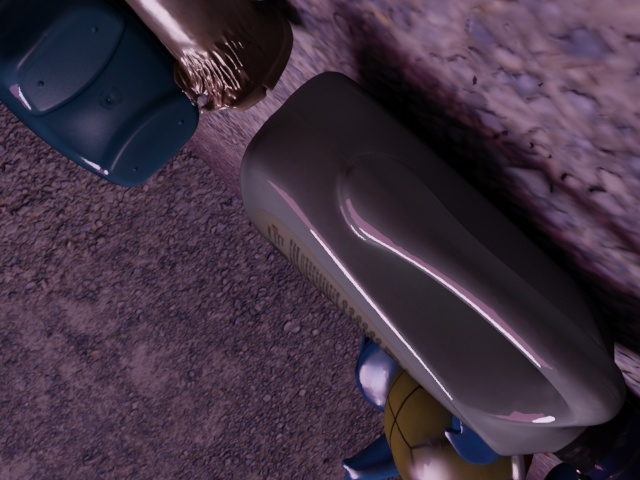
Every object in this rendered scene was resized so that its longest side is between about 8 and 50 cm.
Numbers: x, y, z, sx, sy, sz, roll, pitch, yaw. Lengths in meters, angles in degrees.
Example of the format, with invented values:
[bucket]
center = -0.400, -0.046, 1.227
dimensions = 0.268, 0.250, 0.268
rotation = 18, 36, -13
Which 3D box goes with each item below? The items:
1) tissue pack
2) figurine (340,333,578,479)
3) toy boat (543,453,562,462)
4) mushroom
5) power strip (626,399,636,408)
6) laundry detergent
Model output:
[tissue pack]
center = -0.313, -0.219, 1.051
dimensions = 0.206, 0.198, 0.287
rotation = 39, 176, 37
[figurine]
center = 0.164, 0.223, 0.972
dimensions = 0.416, 0.243, 0.297
rotation = 37, 129, 41
[toy boat]
center = 0.260, 0.256, 1.170
dimensions = 0.282, 0.096, 0.206
rotation = 19, 141, 59
[mushroom]
center = -0.099, -0.162, 0.428
dimensions = 0.223, 0.081, 0.092
rotation = 44, 158, -26
[power strip]
center = 0.154, 0.093, 0.615
dimensions = 0.385, 0.062, 0.091
rotation = 44, 175, 14
[laundry detergent]
center = 0.086, 0.042, 0.461
dimensions = 0.280, 0.105, 0.215
rotation = 44, 174, 13
